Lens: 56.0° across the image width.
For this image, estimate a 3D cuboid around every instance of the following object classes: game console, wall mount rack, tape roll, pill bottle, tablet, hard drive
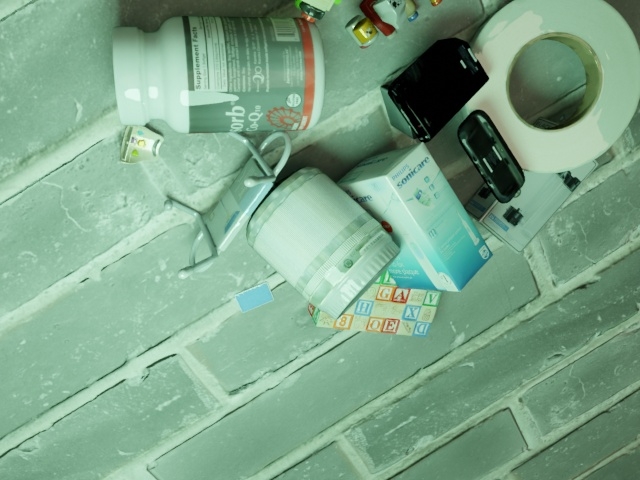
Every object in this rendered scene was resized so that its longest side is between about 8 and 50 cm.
[{"bbox_3d":[0.303,-0.227,1.237,0.213,0.044,0.361,-45,107,-22],"label":"game console"},{"bbox_3d":[-0.188,-0.071,1.156,0.130,0.304,0.350,27,107,-35],"label":"wall mount rack"},{"bbox_3d":[0.497,-0.343,1.314,0.392,0.072,0.392,0,102,0],"label":"tape roll"},{"bbox_3d":[-0.187,-0.305,1.118,0.362,0.210,0.210,-4,114,-14],"label":"pill bottle"},{"bbox_3d":[-0.157,0.135,1.428,0.083,0.006,0.054,-22,117,-5],"label":"tablet"},{"bbox_3d":[0.169,-0.275,1.275,0.022,0.135,0.094,-23,116,-4],"label":"hard drive"}]

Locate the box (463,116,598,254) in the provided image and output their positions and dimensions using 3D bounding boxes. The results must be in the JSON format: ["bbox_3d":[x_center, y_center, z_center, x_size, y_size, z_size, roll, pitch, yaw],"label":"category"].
[{"bbox_3d":[0.507,-0.131,1.461,0.169,0.087,0.290,36,99,-26],"label":"box"}]

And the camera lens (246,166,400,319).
[{"bbox_3d":[0.000,0.000,1.250,0.274,0.219,0.219,43,97,10],"label":"camera lens"}]

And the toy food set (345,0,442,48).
[{"bbox_3d":[0.143,-0.445,1.199,0.104,0.111,0.232,45,64,-27],"label":"toy food set"}]

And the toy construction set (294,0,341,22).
[{"bbox_3d":[-0.067,-0.512,1.083,0.327,0.215,0.151,0,134,-22],"label":"toy construction set"}]

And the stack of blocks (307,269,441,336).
[{"bbox_3d":[0.137,0.129,1.464,0.297,0.087,0.171,9,109,-19],"label":"stack of blocks"}]

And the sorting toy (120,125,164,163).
[{"bbox_3d":[-0.357,-0.193,1.213,0.075,0.045,0.083,12,108,-28],"label":"sorting toy"}]

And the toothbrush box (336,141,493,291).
[{"bbox_3d":[0.193,-0.042,1.293,0.126,0.216,0.295,-41,108,-24],"label":"toothbrush box"}]
